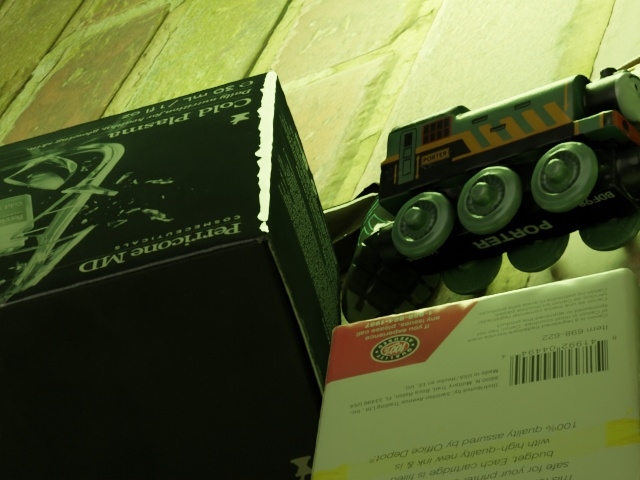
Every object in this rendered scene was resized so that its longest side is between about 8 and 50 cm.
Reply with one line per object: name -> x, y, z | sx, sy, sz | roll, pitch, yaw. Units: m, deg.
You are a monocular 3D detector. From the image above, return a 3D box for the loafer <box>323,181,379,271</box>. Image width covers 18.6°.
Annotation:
loafer -> 0.000, 0.000, 2.312 | 0.220, 0.078, 0.080 | -40, 26, -5

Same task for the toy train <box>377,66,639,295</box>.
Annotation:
toy train -> 0.204, -0.069, 2.048 | 0.334, 0.142, 0.190 | -19, 54, 34

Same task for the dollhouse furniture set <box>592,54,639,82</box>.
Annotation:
dollhouse furniture set -> 0.383, -0.206, 2.077 | 0.301, 0.151, 0.197 | -30, 27, 16

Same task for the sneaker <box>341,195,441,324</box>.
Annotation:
sneaker -> 0.089, 0.008, 2.200 | 0.106, 0.101, 0.267 | -42, 14, 53

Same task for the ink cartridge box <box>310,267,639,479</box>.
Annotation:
ink cartridge box -> 0.143, 0.220, 1.596 | 0.279, 0.160, 0.384 | -11, 34, 15

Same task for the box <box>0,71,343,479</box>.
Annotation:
box -> -0.234, 0.083, 2.040 | 0.480, 0.297, 0.471 | -15, 24, 6
